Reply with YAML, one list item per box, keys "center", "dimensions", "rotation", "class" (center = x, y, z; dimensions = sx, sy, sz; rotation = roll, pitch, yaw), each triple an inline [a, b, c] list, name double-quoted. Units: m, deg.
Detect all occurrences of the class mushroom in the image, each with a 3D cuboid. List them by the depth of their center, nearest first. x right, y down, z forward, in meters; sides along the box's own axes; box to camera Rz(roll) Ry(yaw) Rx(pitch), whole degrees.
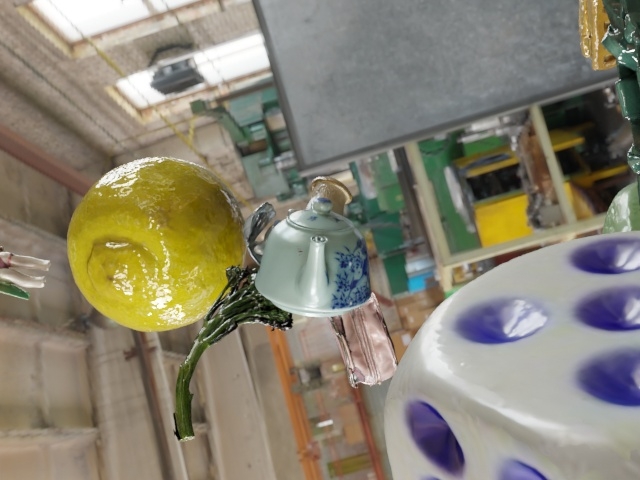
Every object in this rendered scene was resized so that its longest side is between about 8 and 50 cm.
- center: [-0.005, 0.001, 1.543]
  dimensions: [0.108, 0.096, 0.247]
  rotation: [34, -113, -56]
  class: "mushroom"

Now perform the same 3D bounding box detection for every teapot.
- center: [-0.004, 0.012, 1.104]
  dimensions: [0.232, 0.159, 0.159]
  rotation: [-90, -18, -73]
  class: "teapot"

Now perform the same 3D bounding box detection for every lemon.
- center: [-0.297, 0.002, 1.543]
  dimensions: [0.348, 0.348, 0.348]
  rotation: [-17, -90, -85]
  class: "lemon"

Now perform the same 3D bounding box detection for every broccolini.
- center: [-0.116, 0.156, 1.122]
  dimensions: [0.062, 0.123, 0.271]
  rotation: [82, -156, -54]
  class: "broccolini"

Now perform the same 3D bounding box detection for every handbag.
- center: [0.516, -0.213, 1.147]
  dimensions: [0.089, 0.238, 0.326]
  rotation: [169, 90, -67]
  class: "handbag"
- center: [0.090, 0.215, 1.780]
  dimensions: [0.179, 0.116, 0.205]
  rotation: [-132, 25, -84]
  class: "handbag"

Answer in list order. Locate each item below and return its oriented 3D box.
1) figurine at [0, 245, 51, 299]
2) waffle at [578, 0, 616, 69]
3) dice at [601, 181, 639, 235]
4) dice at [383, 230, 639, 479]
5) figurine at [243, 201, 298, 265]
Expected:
- center: [-0.494, 0.044, 1.223]
  dimensions: [0.083, 0.187, 0.083]
  rotation: [-174, 90, -89]
  class: "figurine"
- center: [0.630, -0.442, 1.478]
  dimensions: [0.224, 0.327, 0.098]
  rotation: [60, -164, -57]
  class: "waffle"
- center: [0.733, 0.079, 1.640]
  dimensions: [0.322, 0.330, 0.318]
  rotation: [86, -168, -48]
  class: "dice"
- center: [0.252, 0.166, 0.659]
  dimensions: [0.304, 0.304, 0.277]
  rotation: [25, 133, 56]
  class: "dice"
- center: [-0.075, -0.006, 1.220]
  dimensions: [0.094, 0.082, 0.086]
  rotation: [-44, -24, -55]
  class: "figurine"
